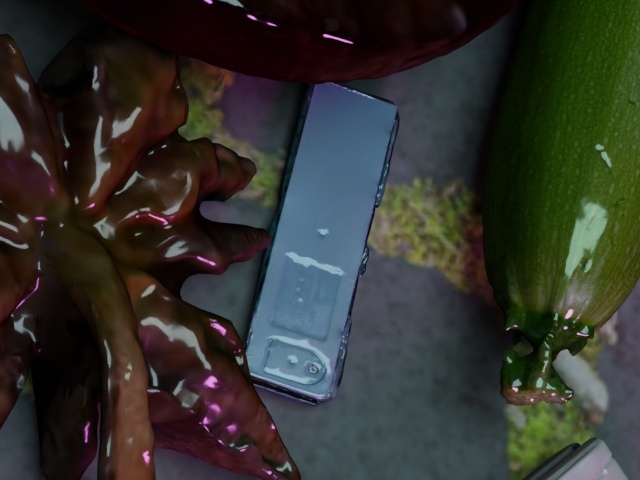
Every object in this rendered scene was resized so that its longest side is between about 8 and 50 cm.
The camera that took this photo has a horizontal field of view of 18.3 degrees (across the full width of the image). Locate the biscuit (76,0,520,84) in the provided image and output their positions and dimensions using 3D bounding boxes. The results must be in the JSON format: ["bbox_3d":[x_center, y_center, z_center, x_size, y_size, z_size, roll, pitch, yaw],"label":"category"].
[{"bbox_3d":[-0.041,-0.267,0.998,0.407,0.091,0.407,14,64,-31],"label":"biscuit"}]

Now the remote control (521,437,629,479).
[{"bbox_3d":[0.061,0.218,0.982,0.277,0.055,0.103,-34,91,-23],"label":"remote control"}]

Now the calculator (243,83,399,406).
[{"bbox_3d":[0.000,0.000,1.028,0.057,0.018,0.172,19,72,-18],"label":"calculator"}]

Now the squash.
[{"bbox_3d":[0.149,-0.088,1.063,0.101,0.101,0.379,19,68,-16],"label":"squash"}]

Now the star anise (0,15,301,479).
[{"bbox_3d":[-0.125,0.015,0.930,0.292,0.109,0.349,18,73,-11],"label":"star anise"}]
